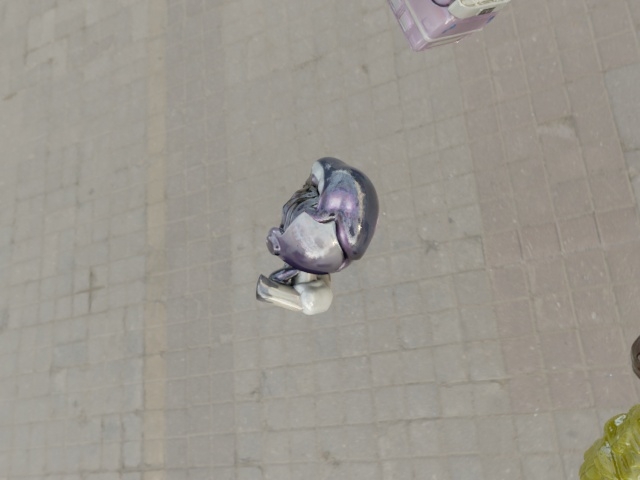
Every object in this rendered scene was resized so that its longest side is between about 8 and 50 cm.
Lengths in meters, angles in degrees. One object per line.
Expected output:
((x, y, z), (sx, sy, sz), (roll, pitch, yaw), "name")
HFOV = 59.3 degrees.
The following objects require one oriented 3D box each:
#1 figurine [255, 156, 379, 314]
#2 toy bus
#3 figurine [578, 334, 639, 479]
((0.000, 0.000, 0.758), (0.145, 0.145, 0.222), (35, 120, 29), "figurine")
((0.174, -0.407, 0.855), (0.203, 0.142, 0.142), (64, 151, 4), "toy bus")
((0.421, 0.203, 0.665), (0.187, 0.315, 0.168), (12, 44, 32), "figurine")
